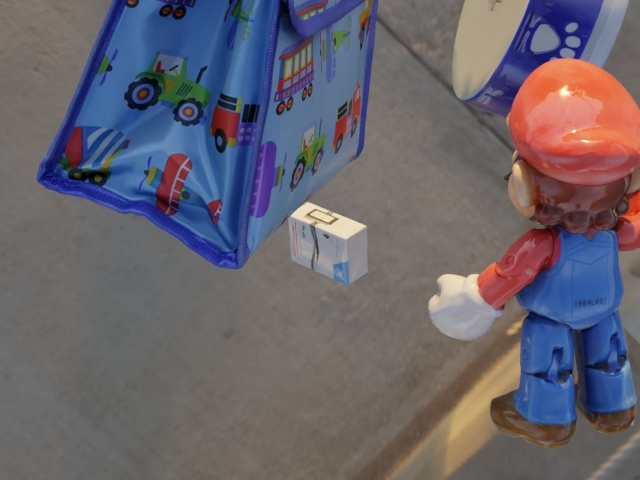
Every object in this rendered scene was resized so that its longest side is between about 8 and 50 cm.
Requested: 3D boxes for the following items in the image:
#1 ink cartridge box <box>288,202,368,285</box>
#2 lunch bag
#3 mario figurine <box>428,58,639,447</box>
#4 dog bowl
[{"bbox_3d":[0.000,0.000,1.059,0.083,0.028,0.048,23,130,36],"label":"ink cartridge box"},{"bbox_3d":[-0.028,-0.168,0.723,0.138,0.221,0.293,24,117,11],"label":"lunch bag"},{"bbox_3d":[0.205,0.002,1.078,0.170,0.198,0.321,8,107,31],"label":"mario figurine"},{"bbox_3d":[0.245,-0.265,1.391,0.104,0.265,0.265,16,98,-11],"label":"dog bowl"}]
